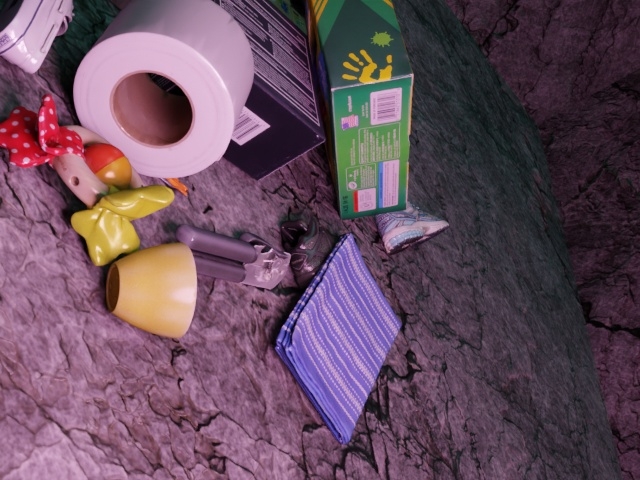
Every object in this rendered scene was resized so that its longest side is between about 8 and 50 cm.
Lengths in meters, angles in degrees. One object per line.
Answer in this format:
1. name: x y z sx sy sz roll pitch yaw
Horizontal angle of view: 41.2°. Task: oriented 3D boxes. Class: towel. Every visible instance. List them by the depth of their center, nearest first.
1. towel: 0.047 0.170 1.545 0.243 0.040 0.336 59 37 -22

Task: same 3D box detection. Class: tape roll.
1. tape roll: -0.236 -0.241 1.315 0.246 0.246 0.169 48 30 -24

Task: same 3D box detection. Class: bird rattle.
1. bird rattle: -0.329 -0.093 1.196 0.253 0.143 0.207 41 13 -1

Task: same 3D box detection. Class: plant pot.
1. plant pot: -0.238 0.067 1.167 0.095 0.134 0.134 4 58 -30

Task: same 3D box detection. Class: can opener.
1. can opener: -0.156 0.021 1.420 0.095 0.076 0.283 39 12 36

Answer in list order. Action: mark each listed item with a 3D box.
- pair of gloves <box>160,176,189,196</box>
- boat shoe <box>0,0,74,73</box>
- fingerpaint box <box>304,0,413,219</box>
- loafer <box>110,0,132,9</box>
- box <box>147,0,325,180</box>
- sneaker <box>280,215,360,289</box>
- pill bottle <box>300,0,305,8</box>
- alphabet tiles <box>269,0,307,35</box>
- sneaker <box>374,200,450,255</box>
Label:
1. pair of gloves: -0.249 -0.117 1.432 0.074 0.010 0.083 42 30 -30
2. boat shoe: -0.419 -0.347 1.287 0.084 0.095 0.258 47 40 -34
3. fingerpaint box: 0.072 -0.320 1.787 0.445 0.163 0.371 84 -4 -59
4. loafer: -0.372 -0.461 1.515 0.125 0.045 0.039 42 26 -27
5. box: -0.159 -0.321 1.588 0.296 0.183 0.294 35 37 -43
6. sneaker: 0.000 0.000 1.662 0.227 0.087 0.130 -32 99 -58
7. pill bottle: -0.042 -0.794 2.214 0.363 0.210 0.210 55 28 -12
8. alphabet tiles: -0.139 -0.573 2.055 0.342 0.011 0.285 32 39 -44
9. sneaker: 0.223 -0.052 2.075 0.122 0.110 0.283 62 27 9
